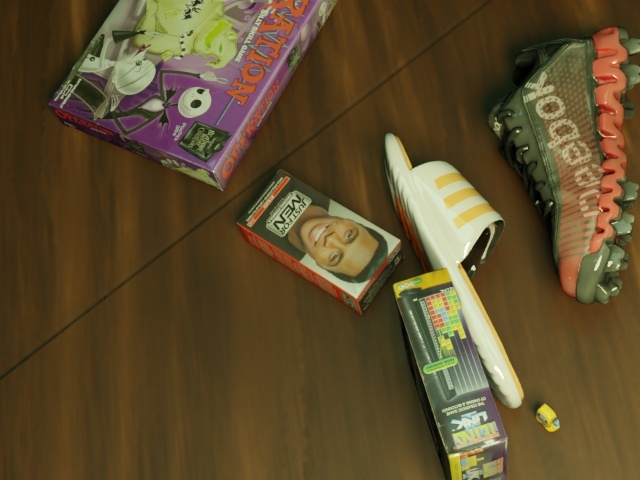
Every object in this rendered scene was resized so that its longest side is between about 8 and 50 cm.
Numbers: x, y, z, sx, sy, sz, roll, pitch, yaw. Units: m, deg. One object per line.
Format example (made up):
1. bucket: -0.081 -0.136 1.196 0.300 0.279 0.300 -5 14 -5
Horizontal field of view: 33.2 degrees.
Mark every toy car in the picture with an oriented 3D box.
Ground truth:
1. toy car: 0.188 0.194 0.872 0.060 0.040 0.122 -25 63 -2

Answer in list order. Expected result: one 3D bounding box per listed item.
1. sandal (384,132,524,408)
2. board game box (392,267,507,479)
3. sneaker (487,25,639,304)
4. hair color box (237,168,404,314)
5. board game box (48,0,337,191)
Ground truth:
1. sandal: 0.133 0.017 0.941 0.076 0.102 0.265 -24 72 -3
2. board game box: 0.104 0.120 0.851 0.048 0.170 0.141 -18 64 0
3. sneaker: 0.215 -0.070 0.961 0.135 0.097 0.276 2 63 11
4. hair color box: 0.000 0.000 0.998 0.141 0.043 0.072 31 73 21
5. board game box: -0.107 -0.236 1.130 0.208 0.056 0.347 24 71 16
